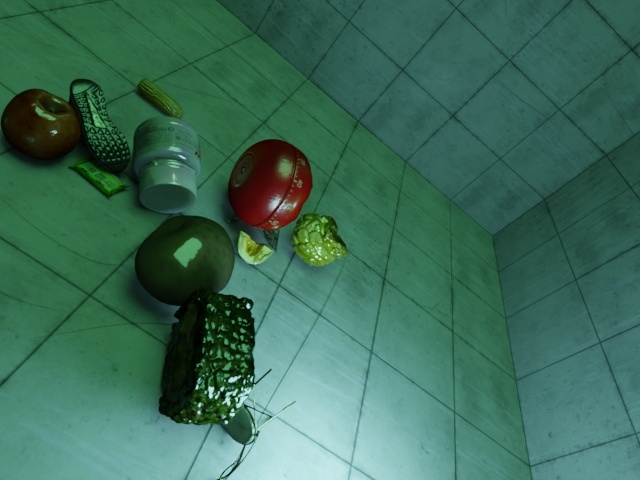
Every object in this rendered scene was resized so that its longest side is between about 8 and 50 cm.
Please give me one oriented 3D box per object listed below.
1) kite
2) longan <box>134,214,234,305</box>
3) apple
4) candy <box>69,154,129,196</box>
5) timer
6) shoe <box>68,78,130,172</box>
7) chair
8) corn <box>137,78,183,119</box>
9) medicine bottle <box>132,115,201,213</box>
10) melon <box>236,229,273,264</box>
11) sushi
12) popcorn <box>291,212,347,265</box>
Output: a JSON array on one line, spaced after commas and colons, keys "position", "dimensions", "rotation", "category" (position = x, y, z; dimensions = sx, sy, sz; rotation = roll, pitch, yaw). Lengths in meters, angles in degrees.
[{"position": [-0.285, -0.115, 1.909], "dimensions": [0.406, 0.014, 0.368], "rotation": [54, 35, 12], "category": "kite"}, {"position": [-0.427, 0.064, 1.367], "dimensions": [0.288, 0.288, 0.350], "rotation": [44, 32, -2], "category": "longan"}, {"position": [-0.902, -0.373, 1.383], "dimensions": [0.218, 0.201, 0.218], "rotation": [35, 30, -23], "category": "apple"}, {"position": [-0.778, -0.227, 1.505], "dimensions": [0.178, 0.032, 0.102], "rotation": [40, 32, -6], "category": "candy"}, {"position": [-0.212, -0.232, 1.761], "dimensions": [0.279, 0.378, 0.377], "rotation": [26, 39, -35], "category": "timer"}, {"position": [-0.819, -0.391, 1.538], "dimensions": [0.132, 0.171, 0.336], "rotation": [-27, 100, -44], "category": "shoe"}, {"position": [-0.227, 0.522, 1.208], "dimensions": [0.170, 0.160, 0.326], "rotation": [51, 34, 11], "category": "chair"}, {"position": [-0.724, -0.639, 1.937], "dimensions": [0.231, 0.080, 0.080], "rotation": [39, 35, -13], "category": "corn"}, {"position": [-0.568, -0.278, 1.587], "dimensions": [0.241, 0.241, 0.301], "rotation": [12, 57, -39], "category": "medicine bottle"}, {"position": [-0.284, 0.041, 1.710], "dimensions": [0.160, 0.079, 0.128], "rotation": [35, 54, -15], "category": "melon"}, {"position": [-0.319, 0.331, 1.185], "dimensions": [0.178, 0.294, 0.351], "rotation": [24, 42, -32], "category": "sushi"}, {"position": [0.000, 0.000, 1.896], "dimensions": [0.252, 0.206, 0.236], "rotation": [9, 84, 3], "category": "popcorn"}]
